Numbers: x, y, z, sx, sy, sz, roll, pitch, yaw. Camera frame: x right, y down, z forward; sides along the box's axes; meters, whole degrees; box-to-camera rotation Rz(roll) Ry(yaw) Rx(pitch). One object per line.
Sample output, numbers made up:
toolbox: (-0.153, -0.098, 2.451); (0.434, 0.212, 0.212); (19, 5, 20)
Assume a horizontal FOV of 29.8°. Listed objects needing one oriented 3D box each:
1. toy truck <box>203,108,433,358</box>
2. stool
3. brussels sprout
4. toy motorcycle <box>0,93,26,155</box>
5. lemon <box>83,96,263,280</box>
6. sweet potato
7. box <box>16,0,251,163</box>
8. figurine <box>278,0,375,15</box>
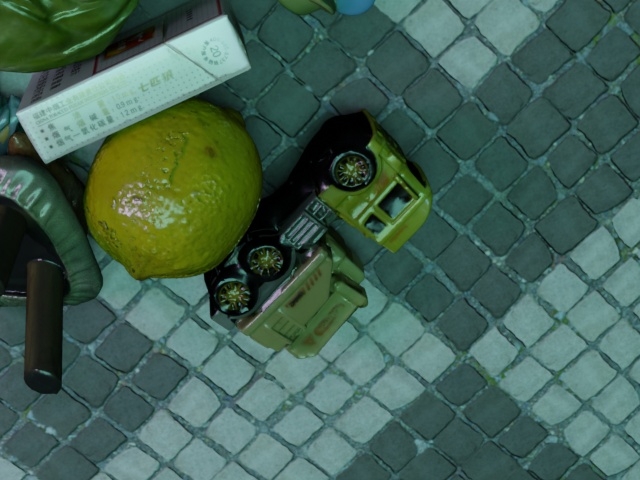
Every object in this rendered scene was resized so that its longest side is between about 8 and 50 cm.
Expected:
toy truck: (0.000, 0.000, 1.924); (0.254, 0.180, 0.405); (38, 104, -22)
stool: (-0.514, 0.055, 1.758); (0.310, 0.226, 0.310); (-4, 134, 14)
brussels sprout: (-0.404, -0.392, 1.682); (0.328, 0.247, 0.328); (-8, 108, -25)
toy motorcycle: (-0.509, -0.121, 1.864); (0.198, 0.109, 0.296); (7, 117, -22)
lemon: (-0.218, -0.083, 1.821); (0.258, 0.258, 0.310); (38, 74, -19)
sweet potato: (-0.408, -0.044, 1.857); (0.114, 0.092, 0.341); (-14, 139, -17)
box: (-0.271, -0.248, 1.776); (0.330, 0.210, 0.095); (-23, 113, 3)
figurine: (0.036, -0.437, 1.769); (0.262, 0.154, 0.180); (-31, 140, 19)
